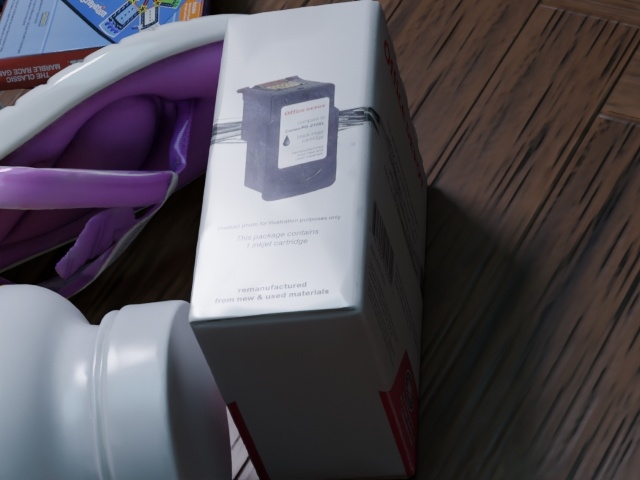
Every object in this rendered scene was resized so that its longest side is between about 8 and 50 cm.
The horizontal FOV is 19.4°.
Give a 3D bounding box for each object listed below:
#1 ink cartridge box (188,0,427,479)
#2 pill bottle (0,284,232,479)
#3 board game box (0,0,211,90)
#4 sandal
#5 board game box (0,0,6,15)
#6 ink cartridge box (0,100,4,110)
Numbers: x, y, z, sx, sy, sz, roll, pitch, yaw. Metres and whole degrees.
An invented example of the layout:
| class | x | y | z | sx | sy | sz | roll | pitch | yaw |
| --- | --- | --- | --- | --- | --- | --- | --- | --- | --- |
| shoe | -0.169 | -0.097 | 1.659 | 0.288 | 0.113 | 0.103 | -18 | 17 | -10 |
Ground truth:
| class | x | y | z | sx | sy | sz | roll | pitch | yaw |
| --- | --- | --- | --- | --- | --- | --- | --- | --- | --- |
| ink cartridge box | 0.000 | 0.000 | 1.115 | 0.100 | 0.172 | 0.237 | -5 | 50 | 12 |
| pill bottle | -0.228 | 0.126 | 1.067 | 0.334 | 0.188 | 0.188 | -9 | 49 | 10 |
| board game box | -0.149 | -0.186 | 1.343 | 0.145 | 0.027 | 0.281 | -8 | 30 | 4 |
| sandal | -0.187 | -0.005 | 1.194 | 0.416 | 0.169 | 0.102 | -28 | 66 | -5 |
| board game box | -0.241 | -0.178 | 1.427 | 0.169 | 0.033 | 0.133 | 4 | 52 | 20 |
| ink cartridge box | -0.377 | -0.087 | 1.335 | 0.201 | 0.117 | 0.278 | -42 | 52 | -20 |
